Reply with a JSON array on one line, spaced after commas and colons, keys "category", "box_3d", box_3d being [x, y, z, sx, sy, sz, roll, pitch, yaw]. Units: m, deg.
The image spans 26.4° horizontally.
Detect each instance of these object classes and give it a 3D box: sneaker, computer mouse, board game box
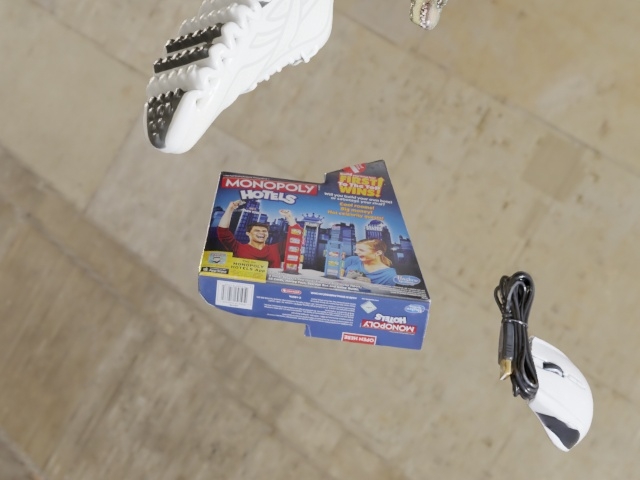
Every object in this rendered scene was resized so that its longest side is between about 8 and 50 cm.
[{"category": "sneaker", "box_3d": [-0.054, -0.189, 1.239, 0.118, 0.292, 0.110, 42, -20, -30]}, {"category": "computer mouse", "box_3d": [0.197, 0.115, 1.158, 0.193, 0.042, 0.106, 49, 33, -48]}, {"category": "board game box", "box_3d": [0.000, 0.000, 1.203, 0.194, 0.060, 0.194, 7, 38, 0]}]

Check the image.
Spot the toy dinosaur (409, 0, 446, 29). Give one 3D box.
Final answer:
[{"category": "toy dinosaur", "box_3d": [0.065, -0.337, 1.303, 0.118, 0.268, 0.064, -4, 22, -3]}]
